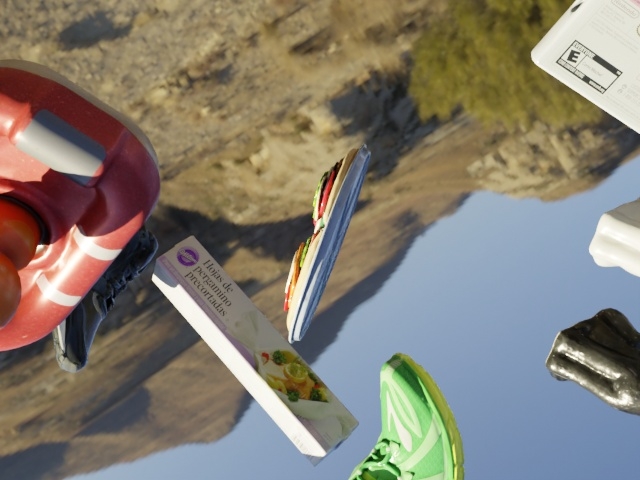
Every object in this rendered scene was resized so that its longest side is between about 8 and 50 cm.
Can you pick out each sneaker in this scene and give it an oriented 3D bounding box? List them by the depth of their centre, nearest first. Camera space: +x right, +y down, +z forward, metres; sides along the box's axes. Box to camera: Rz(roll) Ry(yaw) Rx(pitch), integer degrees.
[{"bbox_3d":[0.075,0.266,0.991,0.123,0.296,0.109,0,-175,-19],"label":"sneaker"},{"bbox_3d":[-0.268,0.026,1.207,0.124,0.283,0.107,5,156,-12],"label":"sneaker"}]

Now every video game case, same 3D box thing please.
[{"bbox_3d":[0.314,-0.170,0.781,0.193,0.212,0.023,-50,-155,29],"label":"video game case"}]

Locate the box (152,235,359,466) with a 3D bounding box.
[{"bbox_3d":[-0.085,0.136,1.201,0.063,0.324,0.067,-36,166,-29],"label":"box"}]

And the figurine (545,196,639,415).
[{"bbox_3d":[0.344,0.085,0.894,0.092,0.209,0.215,-5,118,-42],"label":"figurine"}]

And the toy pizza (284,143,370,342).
[{"bbox_3d":[0.000,0.000,0.911,0.201,0.032,0.201,21,90,-86],"label":"toy pizza"}]

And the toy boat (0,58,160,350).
[{"bbox_3d":[-0.217,0.004,0.642,0.231,0.151,0.151,-45,-158,36],"label":"toy boat"}]
